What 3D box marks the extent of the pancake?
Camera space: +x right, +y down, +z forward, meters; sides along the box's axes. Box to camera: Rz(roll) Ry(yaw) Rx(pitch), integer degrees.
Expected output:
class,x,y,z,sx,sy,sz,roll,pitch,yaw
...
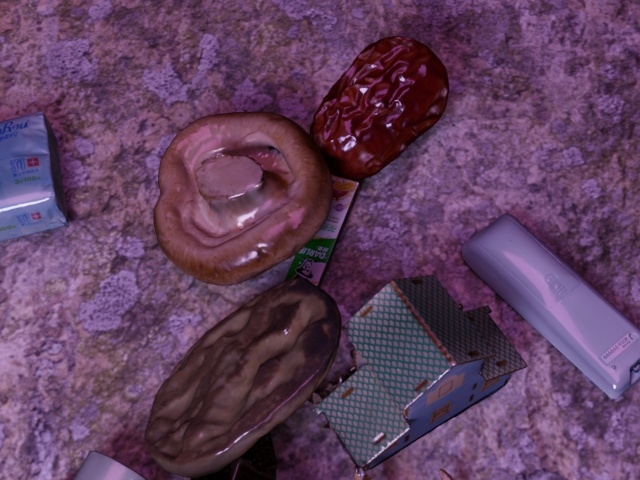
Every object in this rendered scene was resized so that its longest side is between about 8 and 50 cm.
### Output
class,x,y,z,sx,sy,sz,roll,pitch,yaw
pancake,-0.095,0.162,1.180,0.294,0.049,0.294,-32,26,17

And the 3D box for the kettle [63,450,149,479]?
class,x,y,z,sx,sy,sz,roll,pitch,yaw
kettle,-0.283,0.333,1.152,0.127,0.098,0.148,26,67,10

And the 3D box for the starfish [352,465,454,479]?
class,x,y,z,sx,sy,sz,roll,pitch,yaw
starfish,0.085,0.404,1.103,0.299,0.060,0.302,11,60,-10

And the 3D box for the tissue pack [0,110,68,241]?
class,x,y,z,sx,sy,sz,roll,pitch,yaw
tissue pack,-0.512,-0.077,1.400,0.263,0.089,0.177,-13,58,-7

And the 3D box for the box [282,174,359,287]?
class,x,y,z,sx,sy,sz,roll,pitch,yaw
box,0.000,0.000,1.369,0.050,0.041,0.207,17,61,11

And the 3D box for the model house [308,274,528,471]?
class,x,y,z,sx,sy,sz,roll,pitch,yaw
model house,0.111,0.138,1.189,0.271,0.206,0.178,-26,63,-12

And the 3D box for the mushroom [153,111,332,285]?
class,x,y,z,sx,sy,sz,roll,pitch,yaw
mushroom,-0.116,-0.064,1.351,0.278,0.146,0.278,-7,62,13

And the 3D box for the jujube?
class,x,y,z,sx,sy,sz,roll,pitch,yaw
jujube,0.086,-0.192,1.419,0.155,0.155,0.230,33,72,19

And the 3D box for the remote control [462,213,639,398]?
class,x,y,z,sx,sy,sz,roll,pitch,yaw
remote control,0.325,0.079,1.309,0.103,0.051,0.293,-36,66,-18

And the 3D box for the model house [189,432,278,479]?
class,x,y,z,sx,sy,sz,roll,pitch,yaw
model house,-0.109,0.288,1.144,0.106,0.152,0.165,14,62,2
